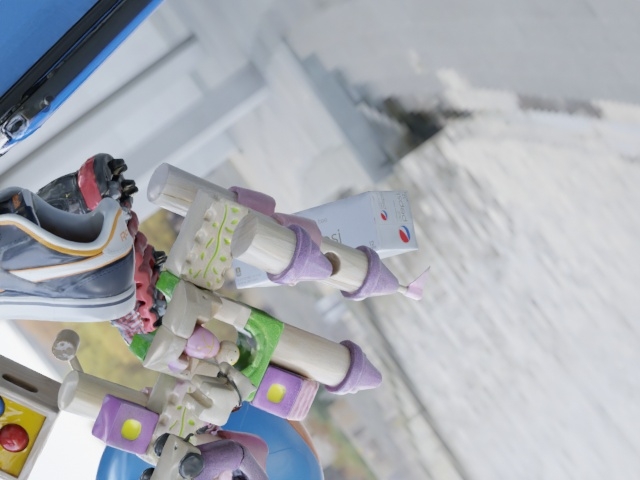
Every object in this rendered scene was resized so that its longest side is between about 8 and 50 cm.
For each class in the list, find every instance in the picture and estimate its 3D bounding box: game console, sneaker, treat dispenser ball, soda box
[{"bbox_3d":[-0.256,-0.237,1.519,0.173,0.293,0.250,45,165,-11],"label":"game console"},{"bbox_3d":[-0.251,0.035,1.901,0.097,0.135,0.276,-85,-24,-62],"label":"sneaker"},{"bbox_3d":[-0.137,0.315,2.029,0.288,0.288,0.288,54,178,3],"label":"treat dispenser ball"},{"bbox_3d":[-0.346,0.013,1.630,0.126,0.321,0.127,-121,31,-62],"label":"sneaker"},{"bbox_3d":[0.000,0.000,1.827,0.074,0.216,0.069,-2,-101,-51],"label":"soda box"}]

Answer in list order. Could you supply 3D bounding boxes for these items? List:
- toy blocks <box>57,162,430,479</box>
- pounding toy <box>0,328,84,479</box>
[{"bbox_3d":[-0.043,0.115,1.517,0.260,0.288,0.309,24,180,-29],"label":"toy blocks"},{"bbox_3d":[-0.379,0.217,2.153,0.181,0.206,0.094,26,-160,-4],"label":"pounding toy"}]
